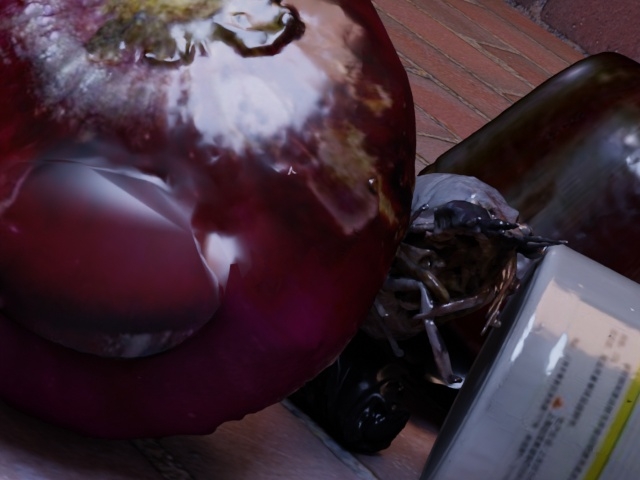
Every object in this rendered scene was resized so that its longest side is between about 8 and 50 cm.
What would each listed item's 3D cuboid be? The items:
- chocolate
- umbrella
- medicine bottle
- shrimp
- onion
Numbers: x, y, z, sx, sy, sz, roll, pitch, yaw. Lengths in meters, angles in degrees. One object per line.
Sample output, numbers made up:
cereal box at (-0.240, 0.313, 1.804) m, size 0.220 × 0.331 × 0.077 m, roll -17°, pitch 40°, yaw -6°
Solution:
chocolate at (0.261, -0.004, 1.708) m, size 0.384 × 0.331 × 0.383 m, roll 32°, pitch 22°, yaw -15°
umbrella at (-0.027, 0.044, 1.570) m, size 0.326 × 0.090 × 0.094 m, roll 53°, pitch -15°, yaw 36°
medicine bottle at (0.218, 0.153, 1.415) m, size 0.232 × 0.238 × 0.238 m, roll 27°, pitch 16°, yaw 2°
shrimp at (0.088, 0.015, 1.377) m, size 0.116 × 0.145 × 0.343 m, roll 37°, pitch -12°, yaw -9°
onion at (-0.128, -0.034, 1.355) m, size 0.398 × 0.398 × 0.420 m, roll 31°, pitch -19°, yaw 9°
